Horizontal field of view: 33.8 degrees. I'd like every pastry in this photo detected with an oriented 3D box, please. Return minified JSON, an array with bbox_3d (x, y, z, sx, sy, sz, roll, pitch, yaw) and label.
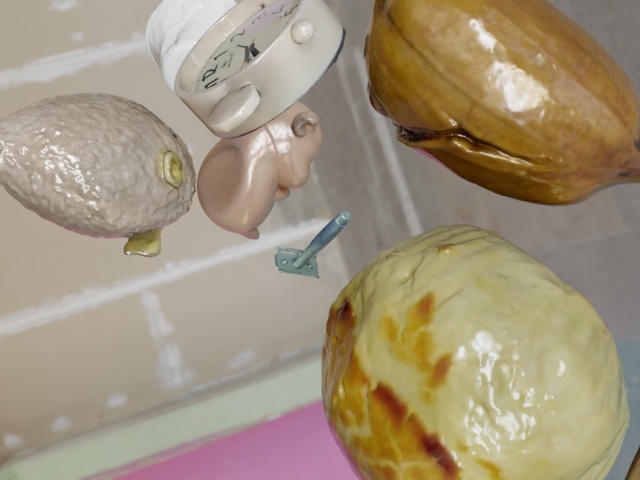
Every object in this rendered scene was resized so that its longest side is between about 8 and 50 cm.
[{"bbox_3d":[0.162,0.178,1.240,0.388,0.313,0.388,47,162,21],"label":"pastry"}]

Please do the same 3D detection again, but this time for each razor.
[{"bbox_3d":[0.000,0.000,1.379,0.135,0.068,0.040,-45,46,45],"label":"razor"}]

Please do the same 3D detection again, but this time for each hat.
[{"bbox_3d":[-0.217,-0.325,1.851,0.203,0.203,0.126,89,178,-45],"label":"hat"}]

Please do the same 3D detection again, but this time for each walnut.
[{"bbox_3d":[0.194,-0.147,1.068,0.336,0.209,0.209,32,159,2],"label":"walnut"}]

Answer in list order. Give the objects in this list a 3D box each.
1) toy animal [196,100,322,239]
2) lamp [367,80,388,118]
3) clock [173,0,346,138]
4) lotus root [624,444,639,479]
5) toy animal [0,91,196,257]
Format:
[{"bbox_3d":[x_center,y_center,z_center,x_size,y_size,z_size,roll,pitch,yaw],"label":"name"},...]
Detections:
[{"bbox_3d":[-0.101,-0.128,1.732,0.166,0.250,0.154,44,-172,37],"label":"toy animal"},{"bbox_3d":[0.102,-0.193,1.278,0.101,0.090,0.101,-32,43,36],"label":"lamp"},{"bbox_3d":[-0.051,-0.160,0.925,0.063,0.156,0.229,47,-149,-31],"label":"clock"},{"bbox_3d":[0.279,0.155,0.716,0.125,0.118,0.221,45,129,36],"label":"lotus root"},{"bbox_3d":[-0.314,-0.107,1.508,0.226,0.358,0.188,52,126,33],"label":"toy animal"}]
